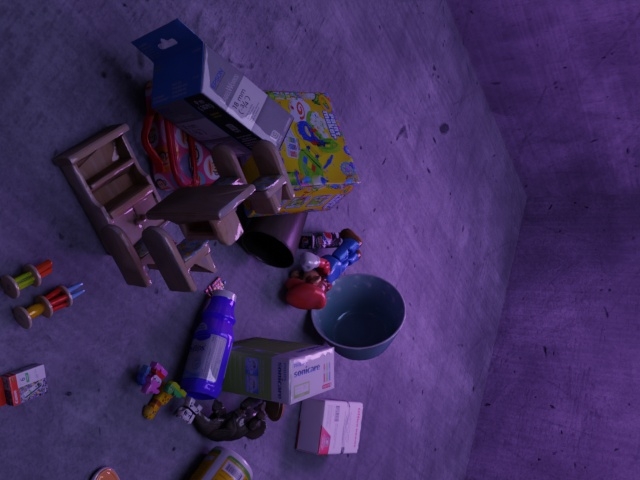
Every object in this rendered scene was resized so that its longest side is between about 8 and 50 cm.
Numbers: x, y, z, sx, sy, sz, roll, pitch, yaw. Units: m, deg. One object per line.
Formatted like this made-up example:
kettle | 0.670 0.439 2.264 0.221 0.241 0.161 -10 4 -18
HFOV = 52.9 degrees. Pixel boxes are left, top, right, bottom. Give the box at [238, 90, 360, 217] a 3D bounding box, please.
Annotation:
box | -0.086 -0.237 1.748 0.279 0.177 0.290 -6 69 -34

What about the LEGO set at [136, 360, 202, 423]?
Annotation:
LEGO set | -0.392 0.384 1.560 0.093 0.087 0.227 -61 143 -30

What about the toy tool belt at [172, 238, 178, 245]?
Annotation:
toy tool belt | -0.374 0.031 1.605 0.083 0.051 0.052 -54 132 -40

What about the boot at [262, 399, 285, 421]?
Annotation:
boot | -0.108 0.451 1.948 0.152 0.073 0.197 34 48 -57

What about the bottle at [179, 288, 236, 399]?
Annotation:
bottle | -0.283 0.268 1.677 0.092 0.118 0.282 28 61 -31

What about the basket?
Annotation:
basket | -0.113 -0.066 1.859 0.204 0.154 0.227 74 32 -57

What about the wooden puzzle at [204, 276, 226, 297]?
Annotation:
wooden puzzle | -0.286 0.134 1.773 0.083 0.006 0.049 -50 129 -43

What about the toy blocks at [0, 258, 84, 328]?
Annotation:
toy blocks | -0.566 0.095 1.328 0.148 0.054 0.123 -36 119 -49

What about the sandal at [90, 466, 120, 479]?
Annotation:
sandal | -0.453 0.643 1.474 0.102 0.076 0.265 -39 121 -48

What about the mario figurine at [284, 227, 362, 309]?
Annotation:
mario figurine | -0.010 0.086 2.064 0.320 0.170 0.198 -44 117 -33

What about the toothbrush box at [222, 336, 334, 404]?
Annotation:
toothbrush box | -0.133 0.347 1.754 0.206 0.283 0.122 -2 91 -56

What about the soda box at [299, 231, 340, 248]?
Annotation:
soda box | 0.000 0.000 2.136 0.169 0.060 0.053 -3 92 -55

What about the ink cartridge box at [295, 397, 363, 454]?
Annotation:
ink cartridge box | 0.034 0.620 2.154 0.237 0.100 0.172 22 72 -52

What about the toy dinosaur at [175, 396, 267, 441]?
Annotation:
toy dinosaur | -0.242 0.493 1.733 0.314 0.121 0.160 -2 131 -42

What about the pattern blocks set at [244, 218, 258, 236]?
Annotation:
pattern blocks set | -0.146 -0.160 1.956 0.285 0.026 0.324 5 86 -55

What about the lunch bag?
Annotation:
lunch bag | -0.335 -0.270 1.613 0.258 0.120 0.293 -14 100 -50

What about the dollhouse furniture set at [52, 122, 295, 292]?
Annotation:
dollhouse furniture set | -0.331 -0.109 1.362 0.362 0.394 0.256 -47 127 -41

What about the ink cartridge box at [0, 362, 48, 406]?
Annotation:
ink cartridge box | -0.609 0.295 1.289 0.115 0.029 0.062 -18 105 -54

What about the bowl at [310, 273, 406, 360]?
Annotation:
bowl | 0.129 0.278 2.161 0.163 0.312 0.311 84 29 -47

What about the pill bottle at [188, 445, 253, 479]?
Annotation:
pill bottle | -0.294 0.667 1.652 0.245 0.136 0.136 -50 129 -42

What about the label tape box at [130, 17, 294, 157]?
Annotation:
label tape box | -0.261 -0.318 1.433 0.334 0.241 0.106 35 70 -34
